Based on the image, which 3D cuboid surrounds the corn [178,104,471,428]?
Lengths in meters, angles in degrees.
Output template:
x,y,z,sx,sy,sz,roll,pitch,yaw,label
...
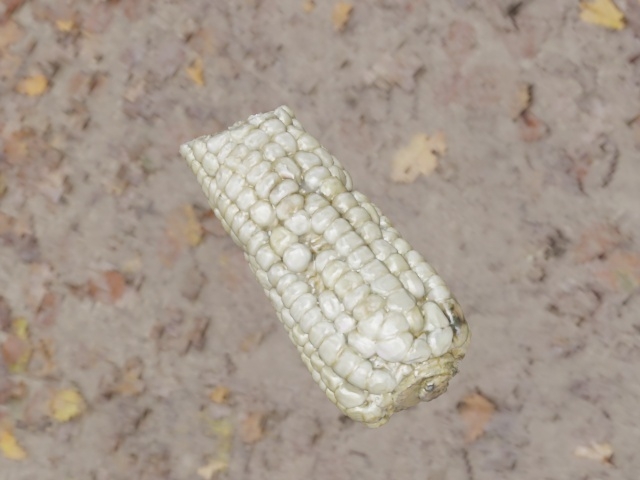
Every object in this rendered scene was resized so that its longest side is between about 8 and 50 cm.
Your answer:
x,y,z,sx,sy,sz,roll,pitch,yaw,label
0.000,0.000,0.748,0.087,0.087,0.211,-39,68,13,corn
